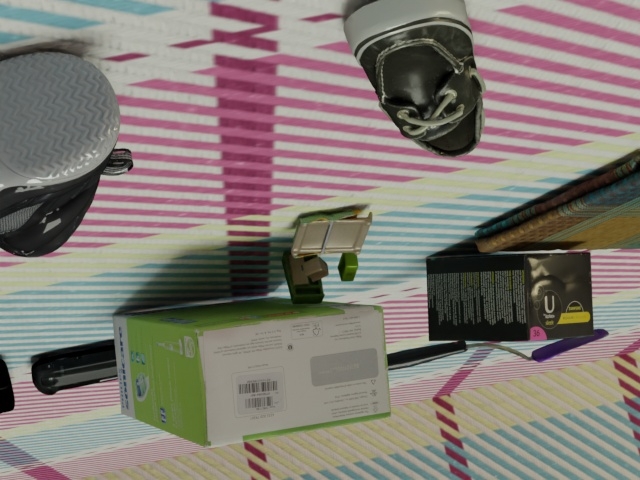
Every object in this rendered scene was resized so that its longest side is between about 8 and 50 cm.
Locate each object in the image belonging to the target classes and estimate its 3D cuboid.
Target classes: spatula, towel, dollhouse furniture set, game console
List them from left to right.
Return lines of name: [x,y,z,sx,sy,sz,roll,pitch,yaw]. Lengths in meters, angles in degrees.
game console: [-0.339,0.170,1.771,0.361,0.044,0.213,-10,168,-13]
dollhouse furniture set: [0.000,0.000,1.431,0.076,0.058,0.151,-2,145,-15]
spatula: [0.202,0.136,1.746,0.296,0.030,0.084,-5,-177,4]
towel: [0.390,-0.043,1.616,0.370,0.040,0.271,-1,162,-39]

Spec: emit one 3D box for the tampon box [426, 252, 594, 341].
tampon box: [0.221,0.067,1.672,0.120,0.101,0.161,-1,179,-41]

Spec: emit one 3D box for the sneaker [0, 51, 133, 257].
sneaker: [-0.244,-0.027,0.883,0.268,0.101,0.153,-16,165,-1]

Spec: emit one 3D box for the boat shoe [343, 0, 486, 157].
boat shoe: [0.075,-0.106,0.950,0.078,0.070,0.219,-17,167,14]

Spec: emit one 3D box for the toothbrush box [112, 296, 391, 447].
toothbrush box: [-0.081,0.131,1.516,0.206,0.122,0.283,-6,-176,-25]
